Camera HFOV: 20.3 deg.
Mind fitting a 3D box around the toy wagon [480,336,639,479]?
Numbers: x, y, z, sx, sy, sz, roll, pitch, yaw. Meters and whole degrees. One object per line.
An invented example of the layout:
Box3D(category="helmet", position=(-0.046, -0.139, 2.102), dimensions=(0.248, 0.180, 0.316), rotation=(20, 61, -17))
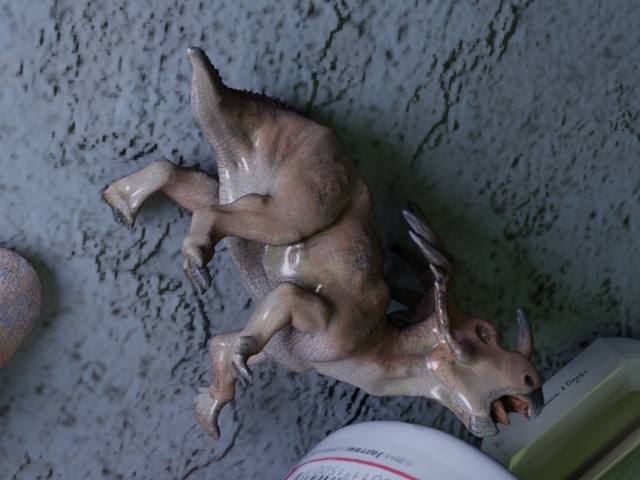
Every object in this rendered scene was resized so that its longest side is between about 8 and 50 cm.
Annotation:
Box3D(category="toy wagon", position=(0.245, 0.228, 1.327), dimensions=(0.267, 0.068, 0.344), rotation=(-39, 124, -5))

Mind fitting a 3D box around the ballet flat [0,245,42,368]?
Box3D(category="ballet flat", position=(-0.289, 0.104, 0.989), dimensions=(0.316, 0.106, 0.108), rotation=(-27, 121, -13))

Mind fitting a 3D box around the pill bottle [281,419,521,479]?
Box3D(category="pill bottle", position=(-0.026, 0.309, 1.043), dimensions=(0.407, 0.229, 0.229), rotation=(-44, 129, -39))

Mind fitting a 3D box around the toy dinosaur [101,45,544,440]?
Box3D(category="toy dinosaur", position=(0.000, 0.000, 1.081), dimensions=(0.200, 0.127, 0.296), rotation=(-29, 107, -22))
